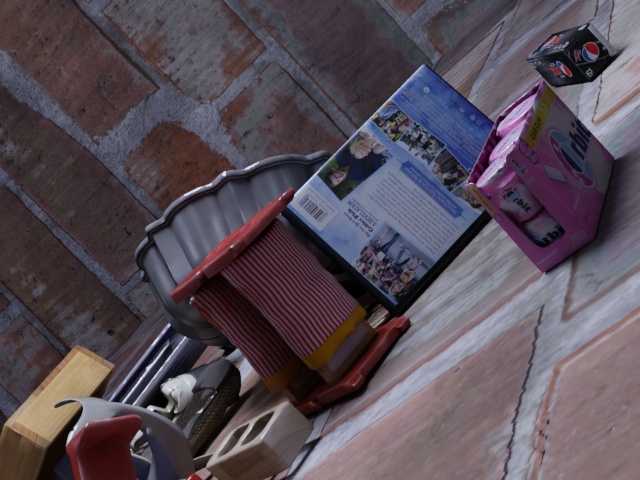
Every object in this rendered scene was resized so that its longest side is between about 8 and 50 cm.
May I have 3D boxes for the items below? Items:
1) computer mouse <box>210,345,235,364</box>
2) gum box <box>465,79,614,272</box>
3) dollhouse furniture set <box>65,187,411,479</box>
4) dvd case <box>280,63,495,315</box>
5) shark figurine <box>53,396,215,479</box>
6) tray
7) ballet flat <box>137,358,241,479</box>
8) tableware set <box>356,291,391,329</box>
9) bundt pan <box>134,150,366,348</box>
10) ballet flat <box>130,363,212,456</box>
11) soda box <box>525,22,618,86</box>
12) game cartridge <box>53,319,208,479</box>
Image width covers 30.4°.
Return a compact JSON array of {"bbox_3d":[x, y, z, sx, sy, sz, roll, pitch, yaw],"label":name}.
[{"bbox_3d":[-0.182,0.190,2.019,0.242,0.041,0.071,-46,9,-11],"label":"computer mouse"},{"bbox_3d":[0.205,-0.061,1.087,0.062,0.107,0.188,-39,9,32],"label":"gum box"},{"bbox_3d":[-0.097,0.149,1.185,0.152,0.201,0.374,-35,11,49],"label":"dollhouse furniture set"},{"bbox_3d":[0.104,-0.061,1.361,0.253,0.180,0.022,-46,-8,-14],"label":"dvd case"},{"bbox_3d":[-0.180,0.258,1.314,0.166,0.278,0.116,-17,48,-4],"label":"shark figurine"},{"bbox_3d":[-0.443,0.367,1.784,0.411,0.076,0.203,-63,-4,34],"label":"tray"},{"bbox_3d":[-0.176,0.265,1.566,0.084,0.058,0.250,-6,39,42],"label":"ballet flat"},{"bbox_3d":[0.060,0.079,1.426,0.141,0.020,0.169,-38,9,36],"label":"tableware set"},{"bbox_3d":[-0.060,0.033,1.490,0.331,0.124,0.331,-18,-24,-8],"label":"bundt pan"},{"bbox_3d":[-0.230,0.257,1.773,0.203,0.074,0.074,-49,9,-16],"label":"ballet flat"},{"bbox_3d":[0.337,-0.248,1.591,0.053,0.060,0.169,-45,8,-1],"label":"soda box"},{"bbox_3d":[-0.290,0.252,1.853,0.355,0.068,0.230,-54,-2,-24],"label":"game cartridge"}]
